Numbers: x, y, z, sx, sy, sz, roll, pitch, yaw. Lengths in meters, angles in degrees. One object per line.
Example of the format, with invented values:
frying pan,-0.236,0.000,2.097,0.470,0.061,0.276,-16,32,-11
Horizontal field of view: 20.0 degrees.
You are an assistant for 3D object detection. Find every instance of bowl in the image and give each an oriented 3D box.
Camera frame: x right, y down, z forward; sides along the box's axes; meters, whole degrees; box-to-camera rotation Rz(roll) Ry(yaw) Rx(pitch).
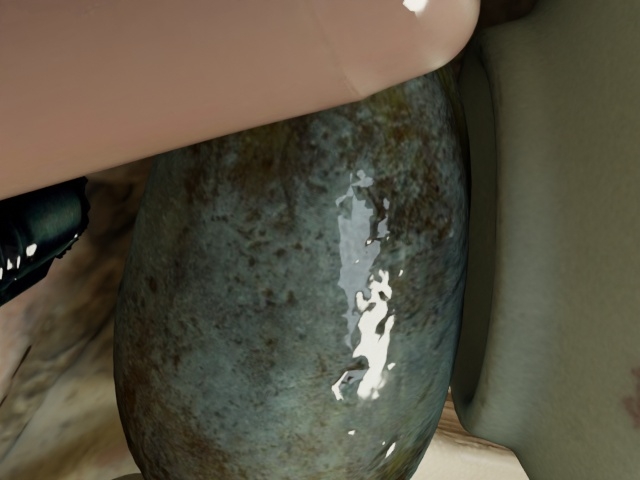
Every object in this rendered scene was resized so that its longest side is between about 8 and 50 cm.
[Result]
bowl,0.161,0.000,0.809,0.196,0.435,0.435,1,137,-4

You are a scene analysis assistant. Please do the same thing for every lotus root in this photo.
lotus root,0.000,0.000,0.757,0.158,0.140,0.322,-46,155,-46

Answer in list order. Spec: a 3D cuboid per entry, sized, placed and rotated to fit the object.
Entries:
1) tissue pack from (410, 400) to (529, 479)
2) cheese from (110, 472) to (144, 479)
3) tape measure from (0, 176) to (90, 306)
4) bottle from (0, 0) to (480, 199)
tissue pack,0.067,0.177,1.115,0.170,0.071,0.325,-50,148,14
cheese,-0.073,0.259,0.902,0.332,0.153,0.292,-22,136,-5
tape measure,-0.172,0.005,0.583,0.199,0.112,0.186,-29,-177,36
bottle,-0.129,-0.092,0.400,0.297,0.206,0.173,-17,150,9
